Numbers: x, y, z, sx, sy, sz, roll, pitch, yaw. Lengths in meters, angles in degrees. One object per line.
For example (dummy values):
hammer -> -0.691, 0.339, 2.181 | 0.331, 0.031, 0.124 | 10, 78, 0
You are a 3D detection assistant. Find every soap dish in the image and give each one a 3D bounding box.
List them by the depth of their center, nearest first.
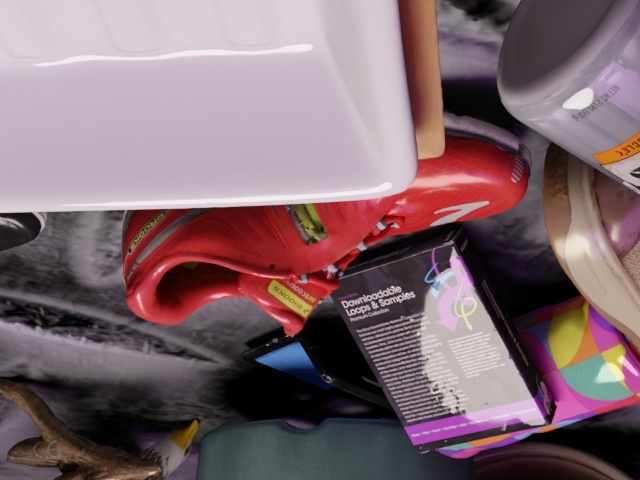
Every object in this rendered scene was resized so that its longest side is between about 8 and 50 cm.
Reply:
soap dish -> -0.093, -0.113, 0.521 | 0.291, 0.118, 0.229 | -3, 151, 8

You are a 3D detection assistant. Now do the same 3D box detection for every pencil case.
pencil case -> 0.175, 0.098, 0.907 | 0.104, 0.104, 0.236 | 22, 143, -32

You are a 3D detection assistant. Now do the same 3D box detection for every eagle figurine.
eagle figurine -> -0.192, 0.274, 1.157 | 0.225, 0.226, 0.298 | -17, 146, -6

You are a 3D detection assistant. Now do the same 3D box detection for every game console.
game console -> 0.010, 0.124, 0.986 | 0.122, 0.107, 0.071 | 27, 108, -37

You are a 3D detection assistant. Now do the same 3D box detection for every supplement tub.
supplement tub -> 0.191, -0.067, 0.553 | 0.190, 0.117, 0.117 | 28, 144, -19

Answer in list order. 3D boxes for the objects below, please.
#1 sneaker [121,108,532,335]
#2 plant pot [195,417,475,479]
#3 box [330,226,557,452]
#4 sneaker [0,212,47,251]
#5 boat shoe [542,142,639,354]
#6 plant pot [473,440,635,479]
sneaker -> 0.000, 0.000, 0.715 | 0.279, 0.118, 0.107 | -12, 148, 24
plant pot -> 0.011, 0.340, 1.021 | 0.341, 0.334, 0.341 | 0, 163, 0
box -> 0.089, 0.077, 0.852 | 0.116, 0.029, 0.162 | -19, 110, 33
sneaker -> -0.296, 0.025, 0.778 | 0.217, 0.121, 0.079 | -2, 151, 7
boat shoe -> 0.272, 0.030, 0.756 | 0.123, 0.123, 0.342 | -17, 139, 32
plant pot -> 0.245, 0.386, 1.244 | 0.323, 0.323, 0.280 | -7, 166, 16
